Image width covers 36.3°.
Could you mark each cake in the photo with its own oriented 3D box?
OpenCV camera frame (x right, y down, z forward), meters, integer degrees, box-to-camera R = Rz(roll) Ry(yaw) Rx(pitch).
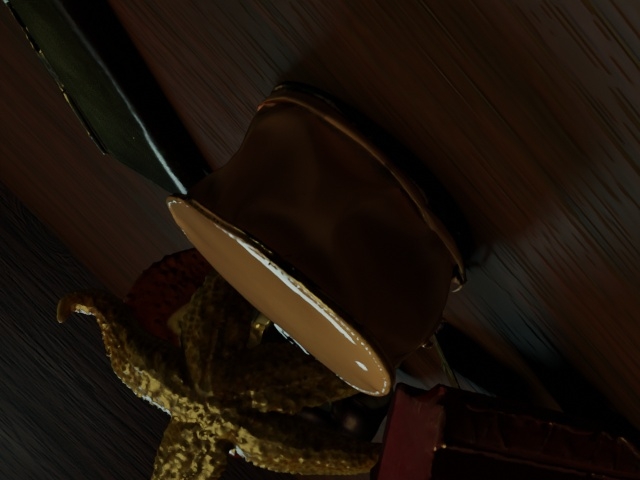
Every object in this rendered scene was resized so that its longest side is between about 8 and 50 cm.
[{"bbox_3d":[-0.099,0.127,1.151,0.283,0.177,0.151,49,166,2],"label":"cake"}]

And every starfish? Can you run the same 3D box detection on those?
[{"bbox_3d":[-0.089,0.143,0.924,0.375,0.327,0.094,33,-171,9],"label":"starfish"}]

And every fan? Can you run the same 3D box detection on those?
[{"bbox_3d":[0.135,0.175,0.796,0.132,0.009,0.220,60,-173,-62],"label":"fan"}]

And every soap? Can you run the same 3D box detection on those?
[{"bbox_3d":[0.163,0.204,0.689,0.250,0.162,0.099,16,167,-17],"label":"soap"}]

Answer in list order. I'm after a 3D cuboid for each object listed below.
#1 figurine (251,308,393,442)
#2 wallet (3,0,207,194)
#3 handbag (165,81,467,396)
[{"bbox_3d":[-0.019,0.120,1.005,0.222,0.145,0.145,46,165,0],"label":"figurine"},{"bbox_3d":[-0.218,-0.166,0.920,0.172,0.045,0.318,28,158,38],"label":"wallet"},{"bbox_3d":[0.001,-0.001,0.658,0.205,0.116,0.179,38,164,19],"label":"handbag"}]
